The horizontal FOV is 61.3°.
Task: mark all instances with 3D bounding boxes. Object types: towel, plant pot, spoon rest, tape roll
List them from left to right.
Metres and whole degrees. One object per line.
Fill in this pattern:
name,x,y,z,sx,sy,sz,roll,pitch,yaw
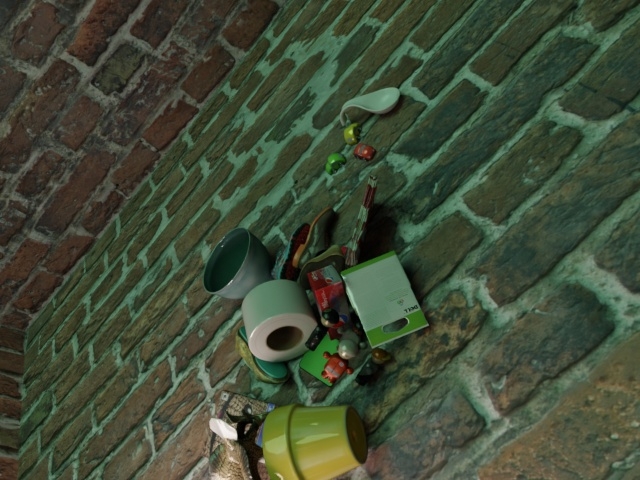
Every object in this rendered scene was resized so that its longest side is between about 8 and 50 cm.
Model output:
plant pot,-0.307,0.118,2.183,0.293,0.196,0.293,-32,40,32
tape roll,-0.141,0.279,1.871,0.246,0.246,0.169,-44,38,17
plant pot,-0.003,0.585,1.553,0.239,0.254,0.253,-19,51,18
towel,0.142,-0.028,1.829,0.037,0.237,0.328,14,71,8
spoon rest,0.192,-0.543,2.170,0.277,0.084,0.137,-14,46,32

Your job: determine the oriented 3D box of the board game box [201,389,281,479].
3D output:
board game box,-0.230,0.651,1.806,0.291,0.141,0.232,-3,64,45

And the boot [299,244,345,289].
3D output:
boot,-0.001,0.147,1.887,0.248,0.090,0.206,-48,26,34

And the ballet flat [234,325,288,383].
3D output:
ballet flat,-0.221,0.444,1.970,0.123,0.123,0.348,-55,40,3

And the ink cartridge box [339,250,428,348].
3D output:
ink cartridge box,0.193,0.188,1.657,0.189,0.097,0.255,-22,68,0

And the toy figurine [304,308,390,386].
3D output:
toy figurine,0.083,0.322,1.641,0.148,0.210,0.213,-58,37,19

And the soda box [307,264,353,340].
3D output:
soda box,0.036,0.202,1.724,0.092,0.263,0.083,-20,43,-6

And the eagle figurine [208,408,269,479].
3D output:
eagle figurine,-0.214,0.650,1.556,0.225,0.226,0.298,3,61,1

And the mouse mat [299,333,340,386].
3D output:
mouse mat,0.012,0.394,1.829,0.190,0.007,0.152,19,80,49

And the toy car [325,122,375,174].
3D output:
toy car,0.098,-0.357,2.191,0.225,0.053,0.239,-41,42,20

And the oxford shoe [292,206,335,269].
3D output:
oxford shoe,0.000,0.000,2.054,0.098,0.097,0.271,24,80,22

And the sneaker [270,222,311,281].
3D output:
sneaker,-0.125,0.043,2.124,0.125,0.104,0.261,15,77,52

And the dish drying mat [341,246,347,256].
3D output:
dish drying mat,0.075,0.061,1.978,0.032,0.008,0.083,2,67,48
